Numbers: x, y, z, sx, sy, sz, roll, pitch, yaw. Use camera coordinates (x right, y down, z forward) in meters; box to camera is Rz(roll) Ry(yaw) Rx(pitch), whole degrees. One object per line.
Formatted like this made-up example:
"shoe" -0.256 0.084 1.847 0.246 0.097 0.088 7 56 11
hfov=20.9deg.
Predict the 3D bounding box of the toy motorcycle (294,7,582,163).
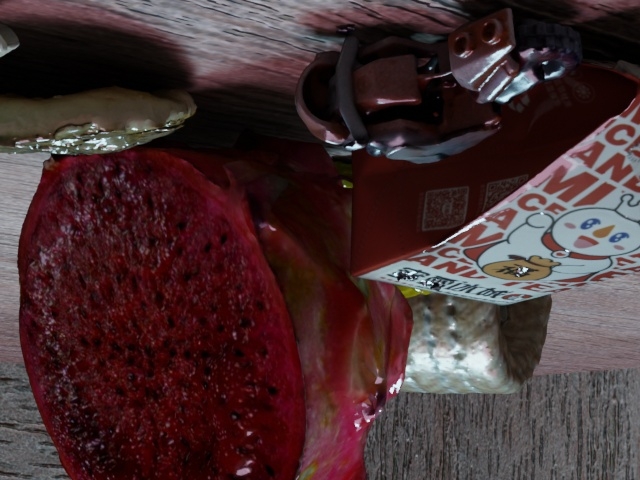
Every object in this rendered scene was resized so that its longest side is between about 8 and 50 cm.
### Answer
"toy motorcycle" 0.066 -0.102 1.141 0.118 0.084 0.212 11 159 -39

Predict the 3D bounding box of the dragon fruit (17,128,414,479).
"dragon fruit" -0.070 0.070 1.443 0.249 0.371 0.386 -18 154 -44

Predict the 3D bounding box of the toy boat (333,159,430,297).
"toy boat" 0.005 -0.002 1.573 0.318 0.141 0.099 -1 -163 38

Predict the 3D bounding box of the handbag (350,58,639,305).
"handbag" 0.164 -0.052 1.228 0.171 0.151 0.298 12 163 -35

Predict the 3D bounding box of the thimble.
"thimble" 0.132 0.047 1.687 0.148 0.196 0.229 0 -158 20

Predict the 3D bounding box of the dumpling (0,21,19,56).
"dumpling" -0.283 -0.109 1.098 0.181 0.111 0.155 22 -153 16

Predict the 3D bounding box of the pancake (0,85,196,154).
"pancake" -0.222 -0.084 1.253 0.282 0.049 0.282 -3 180 0
